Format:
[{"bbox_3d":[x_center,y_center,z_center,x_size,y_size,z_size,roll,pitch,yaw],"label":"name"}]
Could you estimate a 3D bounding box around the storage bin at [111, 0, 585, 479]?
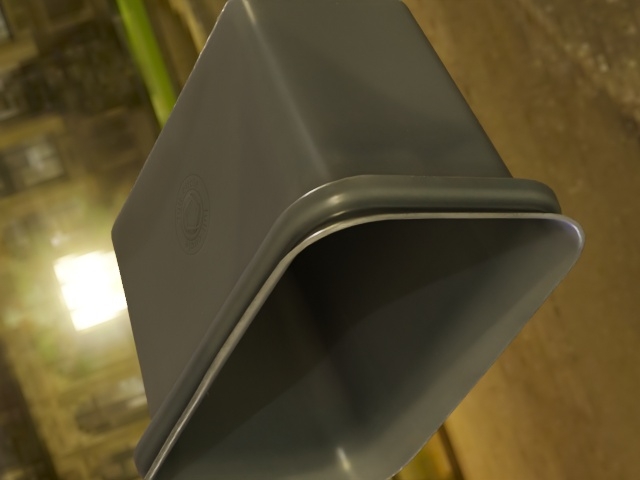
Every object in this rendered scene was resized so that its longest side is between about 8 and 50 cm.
[{"bbox_3d":[0.000,0.000,0.472,0.135,0.098,0.091,-56,44,44],"label":"storage bin"}]
